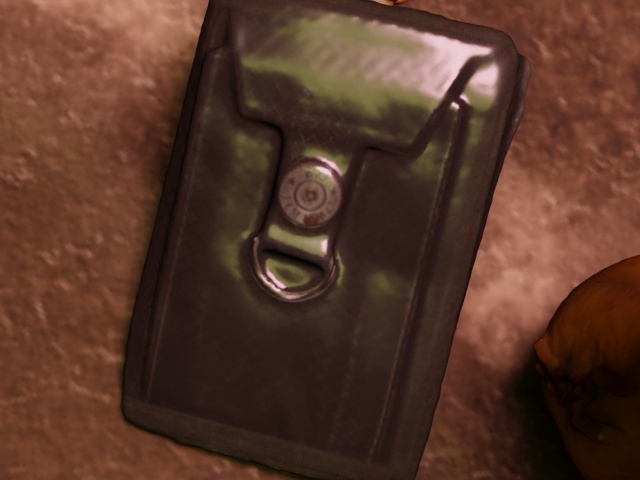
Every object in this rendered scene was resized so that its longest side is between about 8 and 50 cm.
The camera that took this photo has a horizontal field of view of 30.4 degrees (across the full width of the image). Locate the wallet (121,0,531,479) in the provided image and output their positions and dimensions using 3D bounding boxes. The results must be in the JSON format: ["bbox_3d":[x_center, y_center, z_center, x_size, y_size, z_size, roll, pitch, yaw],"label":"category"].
[{"bbox_3d":[0.000,0.000,0.595,0.169,0.052,0.245,14,97,-2],"label":"wallet"}]

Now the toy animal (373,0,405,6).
[{"bbox_3d":[0.010,-0.114,0.638,0.060,0.081,0.083,27,117,-9],"label":"toy animal"}]

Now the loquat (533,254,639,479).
[{"bbox_3d":[0.180,0.070,0.583,0.141,0.141,0.141,1,82,-5],"label":"loquat"}]
